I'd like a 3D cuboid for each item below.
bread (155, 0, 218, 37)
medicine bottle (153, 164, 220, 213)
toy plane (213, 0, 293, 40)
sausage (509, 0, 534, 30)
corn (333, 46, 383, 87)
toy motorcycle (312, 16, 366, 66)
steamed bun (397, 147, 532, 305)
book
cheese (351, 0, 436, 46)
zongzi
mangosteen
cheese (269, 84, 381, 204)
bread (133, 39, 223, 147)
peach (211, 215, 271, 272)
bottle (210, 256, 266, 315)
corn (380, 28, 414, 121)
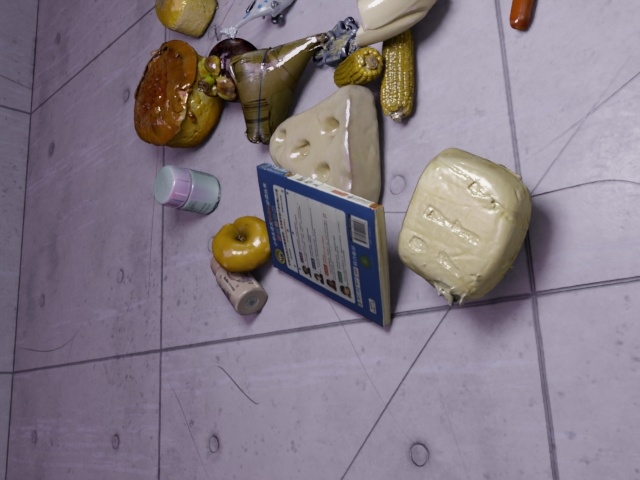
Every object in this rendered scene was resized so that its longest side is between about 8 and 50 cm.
[{"bbox_3d":[-0.458,-0.791,2.135,0.197,0.170,0.197,-14,71,45],"label":"bread"},{"bbox_3d":[-0.413,-0.157,1.966,0.135,0.168,0.135,-10,75,44],"label":"medicine bottle"},{"bbox_3d":[-0.171,-0.658,1.792,0.107,0.273,0.182,42,149,14],"label":"toy plane"},{"bbox_3d":[0.408,-0.486,1.273,0.041,0.039,0.131,10,89,44],"label":"sausage"},{"bbox_3d":[0.086,-0.408,1.519,0.231,0.080,0.080,-158,81,-76],"label":"corn"},{"bbox_3d":[0.052,-0.513,1.632,0.193,0.061,0.124,10,87,47],"label":"toy motorcycle"},{"bbox_3d":[0.285,-0.025,1.227,0.232,0.166,0.273,28,108,33],"label":"steamed bun"},{"bbox_3d":[0.000,0.000,1.499,0.428,0.039,0.300,26,132,45],"label":"book"},{"bbox_3d":[0.149,-0.568,1.442,0.233,0.127,0.266,-22,43,24],"label":"cheese"},{"bbox_3d":[-0.087,-0.400,1.709,0.288,0.123,0.260,-4,108,24],"label":"zongzi"},{"bbox_3d":[-0.271,-0.490,1.851,0.192,0.217,0.192,27,129,39],"label":"mangosteen"},{"bbox_3d":[0.006,-0.175,1.566,0.351,0.129,0.329,-18,74,47],"label":"cheese"},{"bbox_3d":[-0.458,-0.464,2.053,0.358,0.204,0.337,21,100,50],"label":"bread"},{"bbox_3d":[-0.211,0.009,1.739,0.179,0.103,0.179,-9,43,9],"label":"peach"},{"bbox_3d":[-0.238,0.115,1.791,0.209,0.097,0.110,47,159,42],"label":"bottle"},{"bbox_3d":[0.177,-0.390,1.466,0.080,0.080,0.238,-9,77,45],"label":"corn"}]
